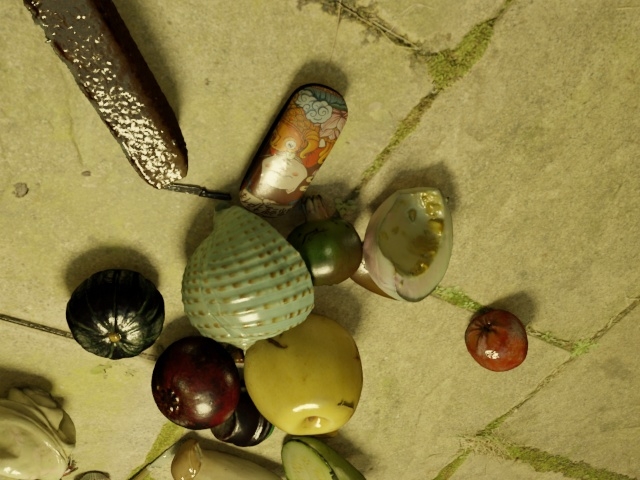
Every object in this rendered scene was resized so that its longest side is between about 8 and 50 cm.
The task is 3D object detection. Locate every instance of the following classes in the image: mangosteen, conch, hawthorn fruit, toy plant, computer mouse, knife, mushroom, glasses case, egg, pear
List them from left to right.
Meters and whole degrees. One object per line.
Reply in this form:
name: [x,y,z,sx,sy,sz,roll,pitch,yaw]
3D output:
knife: [-0.481,0.661,2.139,0.298,0.017,0.047,-44,126,16]
knife: [-0.271,-0.105,1.548,0.170,0.010,0.023,8,127,-19]
mangosteen: [-0.288,0.337,1.814,0.261,0.236,0.235,-31,150,-50]
mushroom: [-0.266,0.705,2.155,0.407,0.154,0.137,36,75,-31]
conch: [-0.180,0.100,1.574,0.303,0.215,0.319,4,129,37]
toy plant: [-0.187,0.468,1.964,0.235,0.175,0.218,4,127,-51]
glasses case: [-0.059,-0.178,1.495,0.122,0.082,0.321,16,124,-29]
pear: [-0.039,0.334,1.801,0.309,0.309,0.309,-7,131,-9]
computer mouse: [0.180,0.082,1.799,0.245,0.056,0.126,24,119,-29]
egg: [0.182,0.016,1.649,0.206,0.162,0.271,49,60,-44]
hawthorn fruit: [0.483,0.278,1.974,0.173,0.172,0.172,-7,131,-9]

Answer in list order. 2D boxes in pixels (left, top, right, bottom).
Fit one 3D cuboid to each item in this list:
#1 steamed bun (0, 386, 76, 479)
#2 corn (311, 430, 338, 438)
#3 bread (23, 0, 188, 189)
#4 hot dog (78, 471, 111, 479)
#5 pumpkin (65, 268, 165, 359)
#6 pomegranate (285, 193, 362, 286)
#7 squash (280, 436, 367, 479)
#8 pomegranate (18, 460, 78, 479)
steamed bun: [-0.736,0.456,1.767,0.268,0.207,0.280,8,162,28]
corn: [0.009,0.577,2.185,0.092,0.037,0.037,6,128,-24]
bread: [-0.361,-0.289,1.266,0.113,0.165,0.416,-23,131,3]
hot dog: [-0.679,0.751,2.137,0.108,0.059,0.191,5,126,-25]
pumpkin: [-0.457,0.167,1.630,0.221,0.161,0.220,-6,125,-8]
pomegranate: [0.000,0.000,1.622,0.180,0.180,0.209,-15,93,-2]
squash: [-0.005,0.721,2.178,0.234,0.210,0.309,7,153,39]
pomegranate: [-0.748,0.663,1.996,0.159,0.129,0.129,-12,131,-6]
